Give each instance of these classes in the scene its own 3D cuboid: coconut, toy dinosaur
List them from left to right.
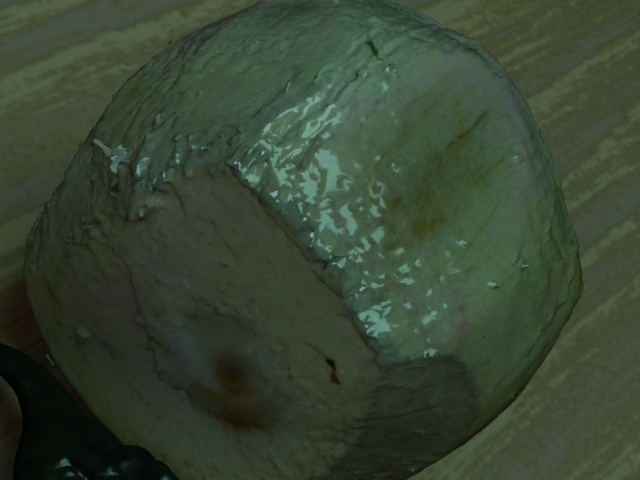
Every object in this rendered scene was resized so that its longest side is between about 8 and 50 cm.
[{"bbox_3d":[-0.164,0.127,0.970,0.179,0.087,0.187,36,38,-13],"label":"toy dinosaur"},{"bbox_3d":[0.000,0.000,1.076,0.297,0.297,0.254,44,50,0],"label":"coconut"}]
